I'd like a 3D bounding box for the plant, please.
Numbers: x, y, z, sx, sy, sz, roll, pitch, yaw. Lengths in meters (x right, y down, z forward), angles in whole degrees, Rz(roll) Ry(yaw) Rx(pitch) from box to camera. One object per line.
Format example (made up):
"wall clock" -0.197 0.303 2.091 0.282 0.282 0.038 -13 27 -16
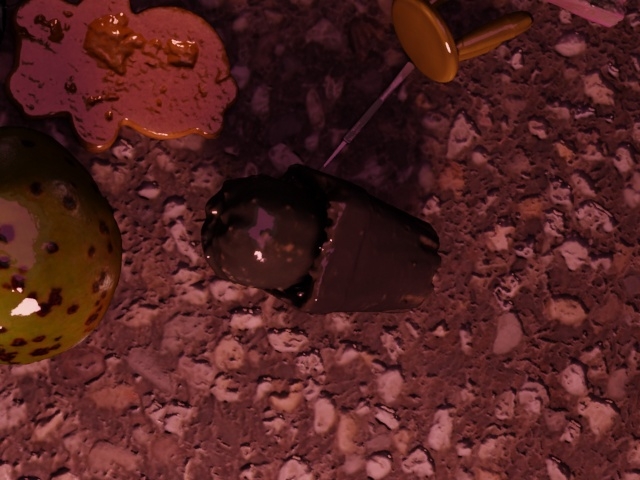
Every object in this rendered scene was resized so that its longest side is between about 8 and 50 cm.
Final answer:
"plant" 0.000 0.000 1.418 0.256 0.164 0.142 12 97 -30

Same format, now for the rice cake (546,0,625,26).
"rice cake" 0.255 -0.295 1.557 0.206 0.047 0.036 19 68 -14

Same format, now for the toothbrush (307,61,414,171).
"toothbrush" 0.039 -0.126 1.509 0.017 0.014 0.194 44 79 -5

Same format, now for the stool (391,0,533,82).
"stool" 0.151 -0.247 1.496 0.110 0.135 0.134 -31 139 -16

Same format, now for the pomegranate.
"pomegranate" -0.330 0.025 1.331 0.285 0.231 0.231 -30 94 16

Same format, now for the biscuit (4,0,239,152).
"biscuit" -0.207 -0.183 1.443 0.248 0.035 0.184 3 87 -14

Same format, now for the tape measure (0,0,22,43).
"tape measure" -0.379 -0.269 1.407 0.104 0.107 0.180 14 43 -38
